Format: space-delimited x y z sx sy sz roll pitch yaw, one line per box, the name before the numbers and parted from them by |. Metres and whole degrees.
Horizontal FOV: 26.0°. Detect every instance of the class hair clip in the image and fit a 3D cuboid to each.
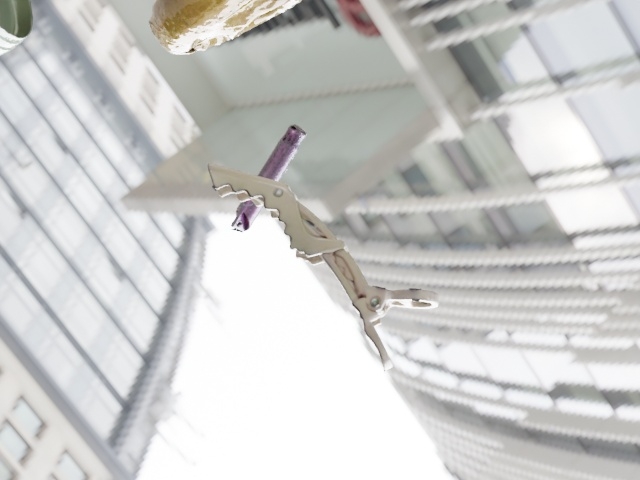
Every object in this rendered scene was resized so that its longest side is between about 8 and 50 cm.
hair clip | 0.000 0.000 1.098 0.072 0.226 0.034 -43 163 -5

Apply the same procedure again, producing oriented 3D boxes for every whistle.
whistle | -0.076 -0.087 1.989 0.176 0.033 0.033 -57 -164 8

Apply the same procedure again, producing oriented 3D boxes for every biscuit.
biscuit | -0.095 -0.345 1.889 0.296 0.102 0.296 -31 180 0

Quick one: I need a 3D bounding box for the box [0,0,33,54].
box | -0.375 -0.245 1.229 0.149 0.226 0.226 -24 -160 8
